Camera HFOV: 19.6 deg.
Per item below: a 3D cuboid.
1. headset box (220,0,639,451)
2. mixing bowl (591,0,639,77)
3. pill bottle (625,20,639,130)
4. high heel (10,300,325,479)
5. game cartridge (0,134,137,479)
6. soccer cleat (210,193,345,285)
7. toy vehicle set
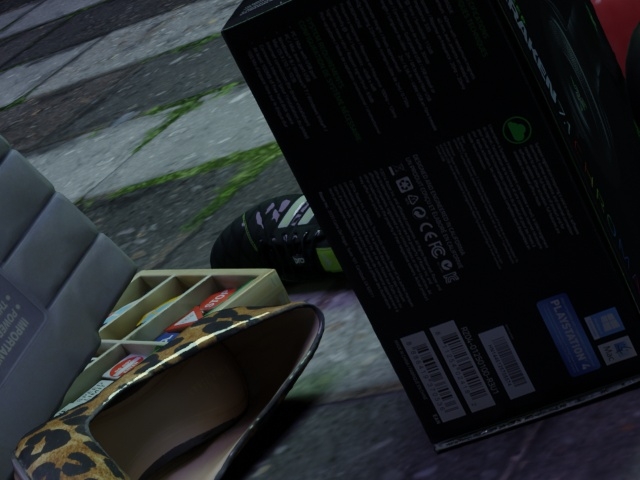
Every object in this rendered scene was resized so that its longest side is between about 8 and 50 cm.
[{"bbox_3d":[0.084,-0.071,1.004,0.131,0.246,0.283,-21,17,18],"label":"headset box"},{"bbox_3d":[0.216,-0.158,1.318,0.181,0.098,0.181,-25,17,8],"label":"mixing bowl"},{"bbox_3d":[0.281,-0.101,1.010,0.219,0.122,0.123,-8,25,46],"label":"pill bottle"},{"bbox_3d":[-0.064,0.095,0.976,0.186,0.093,0.261,-34,9,-5],"label":"high heel"},{"bbox_3d":[-0.263,0.074,1.005,0.068,0.230,0.355,-18,31,45],"label":"game cartridge"},{"bbox_3d":[0.000,0.000,1.234,0.179,0.060,0.072,-16,21,23],"label":"soccer cleat"},{"bbox_3d":[-0.160,0.102,1.200,0.267,0.035,0.166,-38,21,-33],"label":"toy vehicle set"}]
